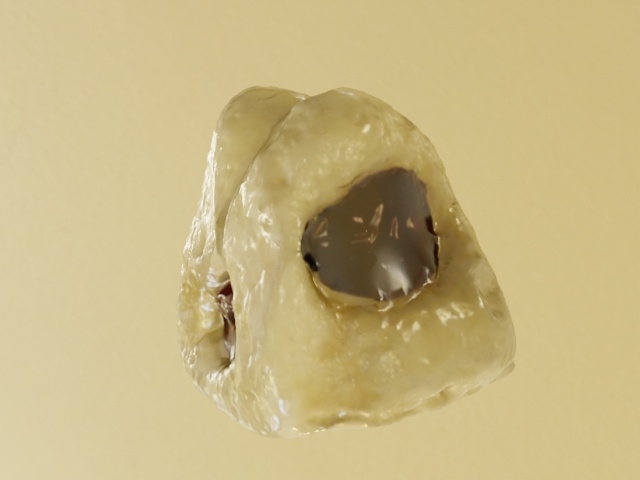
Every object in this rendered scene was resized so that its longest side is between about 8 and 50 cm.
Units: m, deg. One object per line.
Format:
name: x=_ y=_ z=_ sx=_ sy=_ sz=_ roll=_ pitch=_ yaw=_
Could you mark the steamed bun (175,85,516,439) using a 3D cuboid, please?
steamed bun: x=0.000 y=0.000 z=0.693 sx=0.141 sy=0.155 sz=0.172 roll=-16 pitch=-165 yaw=-26
